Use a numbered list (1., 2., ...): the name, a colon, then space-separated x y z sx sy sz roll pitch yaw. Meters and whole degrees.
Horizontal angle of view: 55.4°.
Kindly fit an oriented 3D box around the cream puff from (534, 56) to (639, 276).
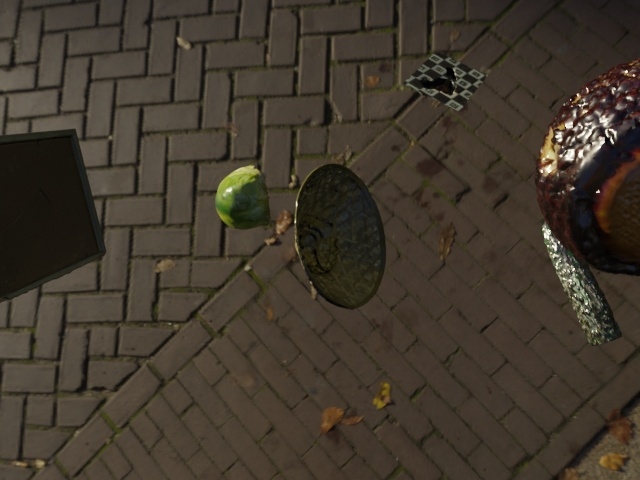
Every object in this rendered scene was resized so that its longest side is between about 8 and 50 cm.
1. cream puff: 0.342 -0.079 0.641 0.239 0.239 0.164 -15 37 6

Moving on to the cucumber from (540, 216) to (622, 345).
1. cucumber: 0.518 0.069 1.240 0.068 0.067 0.293 -21 72 5

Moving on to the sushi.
1. sushi: 0.278 -0.348 1.358 0.139 0.031 0.201 30 48 13

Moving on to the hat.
1. hat: 0.000 0.000 0.619 0.067 0.146 0.145 -12 74 39

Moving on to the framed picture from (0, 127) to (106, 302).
1. framed picture: -0.403 -0.043 0.849 0.020 0.289 0.211 -9 101 13

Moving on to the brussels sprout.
1. brussels sprout: -0.185 -0.097 1.411 0.122 0.149 0.151 -11 116 -21
